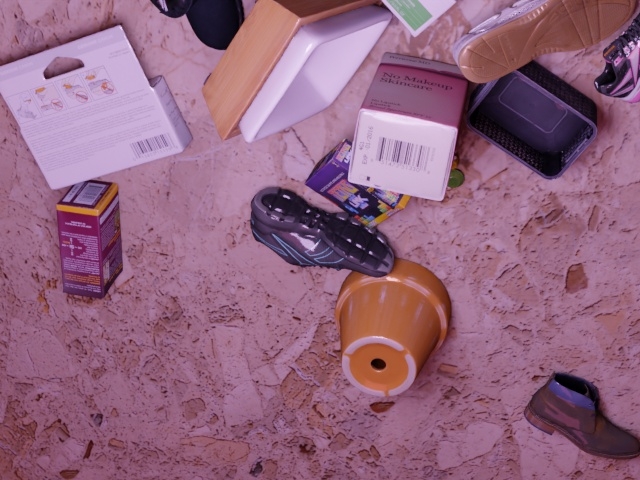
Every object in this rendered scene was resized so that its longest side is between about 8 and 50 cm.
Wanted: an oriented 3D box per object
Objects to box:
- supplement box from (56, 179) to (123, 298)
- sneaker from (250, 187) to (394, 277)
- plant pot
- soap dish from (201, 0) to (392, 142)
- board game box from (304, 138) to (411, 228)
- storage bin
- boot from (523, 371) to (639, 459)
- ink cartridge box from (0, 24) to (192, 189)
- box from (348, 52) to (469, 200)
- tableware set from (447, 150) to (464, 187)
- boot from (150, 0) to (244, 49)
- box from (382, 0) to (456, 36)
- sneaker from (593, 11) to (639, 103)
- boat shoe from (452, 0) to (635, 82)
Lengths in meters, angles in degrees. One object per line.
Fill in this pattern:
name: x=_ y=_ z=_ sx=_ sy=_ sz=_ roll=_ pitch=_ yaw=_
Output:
supplement box: x=-0.413 y=-0.003 z=2.071 sx=0.081 sy=0.104 sz=0.188 roll=8 pitch=122 yaw=9
sneaker: x=0.000 y=0.000 z=1.997 sx=0.267 sy=0.101 sz=0.106 roll=26 pitch=135 yaw=5
plant pot: x=0.115 y=0.164 z=1.999 sx=0.205 sy=0.188 sz=0.205 roll=6 pitch=121 yaw=10
soap dish: x=-0.035 y=-0.280 z=1.725 sx=0.118 sy=0.291 sz=0.229 roll=43 pitch=123 yaw=9
board game box: x=0.062 y=-0.090 z=1.885 sx=0.141 sy=0.048 sz=0.170 roll=32 pitch=162 yaw=-8
storage bin: x=0.329 y=-0.195 z=1.796 sx=0.180 sy=0.084 sz=0.122 roll=32 pitch=122 yaw=-8
boot: x=0.485 y=0.316 z=2.068 sx=0.219 sy=0.082 sz=0.106 roll=20 pitch=125 yaw=3
ink cartridge box: x=-0.390 y=-0.228 z=1.958 sx=0.275 sy=0.060 sz=0.238 roll=-14 pitch=115 yaw=21
box: x=0.140 y=-0.178 z=1.761 sx=0.149 sy=0.232 sz=0.126 roll=12 pitch=122 yaw=6
tableware set: x=0.159 y=-0.121 z=1.918 sx=0.154 sy=0.024 sz=0.104 roll=-4 pitch=127 yaw=13
boot: x=-0.198 y=-0.372 z=1.740 sx=0.094 sy=0.207 sz=0.246 roll=-4 pitch=120 yaw=15
box: x=0.145 y=-0.378 z=1.718 sx=0.087 sy=0.102 sz=0.101 roll=-38 pitch=105 yaw=27
sneaker: x=0.460 y=-0.281 z=1.705 sx=0.077 sy=0.072 sz=0.178 roll=2 pitch=126 yaw=-15
boat shoe: x=0.325 y=-0.326 z=1.714 sx=0.277 sy=0.096 sz=0.098 roll=-20 pitch=121 yaw=0
